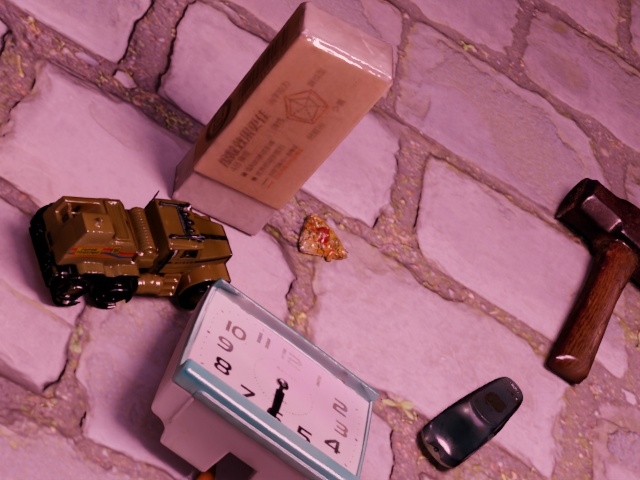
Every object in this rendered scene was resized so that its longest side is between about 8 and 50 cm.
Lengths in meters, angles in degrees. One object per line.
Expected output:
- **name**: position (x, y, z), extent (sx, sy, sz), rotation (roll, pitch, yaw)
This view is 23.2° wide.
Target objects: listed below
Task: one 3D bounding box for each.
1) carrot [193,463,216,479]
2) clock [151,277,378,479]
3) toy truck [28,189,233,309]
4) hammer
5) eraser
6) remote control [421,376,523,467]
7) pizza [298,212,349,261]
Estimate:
- **carrot**: position (-0.153, 0.321, 1.781), extent (0.048, 0.048, 0.216), rotation (39, 35, -8)
- **clock**: position (-0.070, 0.202, 1.894), extent (0.262, 0.116, 0.231), rotation (38, 27, -11)
- **toy truck**: position (-0.222, 0.004, 1.928), extent (0.257, 0.127, 0.127), rotation (7, 51, -41)
- **hammer**: position (0.450, 0.084, 2.474), extent (0.242, 0.095, 0.409), rotation (41, 42, -6)
- **eraser**: position (-0.053, -0.150, 2.030), extent (0.144, 0.343, 0.078), rotation (26, 41, -22)
- **remote control**: position (0.213, 0.247, 2.159), extent (0.072, 0.042, 0.222), rotation (50, 39, 9)
- **pizza**: position (0.001, -0.001, 2.200), extent (0.083, 0.025, 0.078), rotation (50, 37, 5)
